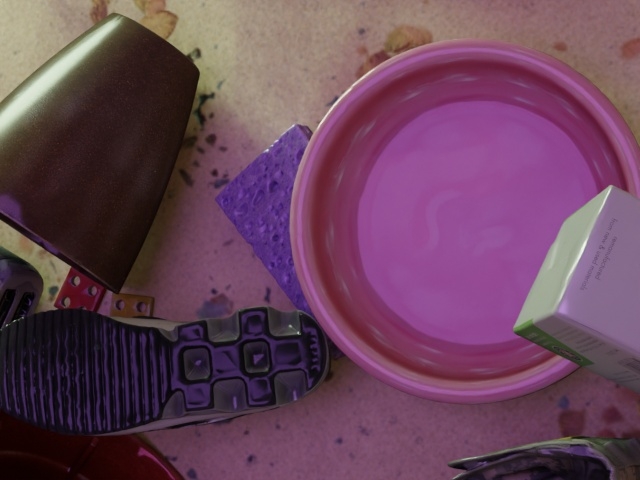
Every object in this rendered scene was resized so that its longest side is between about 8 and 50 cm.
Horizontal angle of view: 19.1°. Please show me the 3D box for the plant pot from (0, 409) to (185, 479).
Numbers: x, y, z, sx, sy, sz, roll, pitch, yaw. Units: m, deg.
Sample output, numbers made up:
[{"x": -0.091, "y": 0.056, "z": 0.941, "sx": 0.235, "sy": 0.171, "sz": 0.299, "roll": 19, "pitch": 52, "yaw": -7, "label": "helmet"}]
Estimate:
[{"x": -0.281, "y": 0.334, "z": 1.836, "sx": 0.272, "sy": 0.272, "sz": 0.265, "roll": 47, "pitch": 112, "yaw": 20, "label": "plant pot"}]

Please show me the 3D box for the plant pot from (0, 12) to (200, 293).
[{"x": -0.225, "y": -0.100, "z": 1.883, "sx": 0.215, "sy": 0.215, "sz": 0.230, "roll": 31, "pitch": 82, "yaw": 22, "label": "plant pot"}]

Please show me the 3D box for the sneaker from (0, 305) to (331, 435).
[{"x": -0.152, "y": 0.131, "z": 1.822, "sx": 0.331, "sy": 0.146, "sz": 0.122, "roll": 0, "pitch": 79, "yaw": 4, "label": "sneaker"}]

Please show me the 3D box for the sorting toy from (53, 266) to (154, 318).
[{"x": -0.269, "y": 0.159, "z": 1.947, "sx": 0.132, "sy": 0.046, "sz": 0.274, "roll": 31, "pitch": 97, "yaw": 22, "label": "sorting toy"}]

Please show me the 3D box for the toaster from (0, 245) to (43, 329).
[{"x": -0.386, "y": 0.069, "z": 1.963, "sx": 0.146, "sy": 0.129, "sz": 0.227, "roll": 26, "pitch": 92, "yaw": 19, "label": "toaster"}]

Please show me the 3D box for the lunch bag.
[{"x": 0.178, "y": 0.269, "z": 1.644, "sx": 0.169, "sy": 0.235, "sz": 0.287, "roll": 46, "pitch": 103, "yaw": 23, "label": "lunch bag"}]

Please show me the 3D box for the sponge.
[{"x": 0.000, "y": 0.000, "z": 1.855, "sx": 0.117, "sy": 0.031, "sz": 0.210, "roll": -42, "pitch": 72, "yaw": 15, "label": "sponge"}]

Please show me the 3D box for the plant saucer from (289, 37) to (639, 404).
[{"x": 0.140, "y": -0.016, "z": 1.748, "sx": 0.332, "sy": 0.084, "sz": 0.332, "roll": -1, "pitch": 85, "yaw": 14, "label": "plant saucer"}]

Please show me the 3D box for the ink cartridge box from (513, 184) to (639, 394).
[{"x": 0.353, "y": 0.094, "z": 1.563, "sx": 0.353, "sy": 0.207, "sz": 0.119, "roll": 26, "pitch": 82, "yaw": 0, "label": "ink cartridge box"}]
